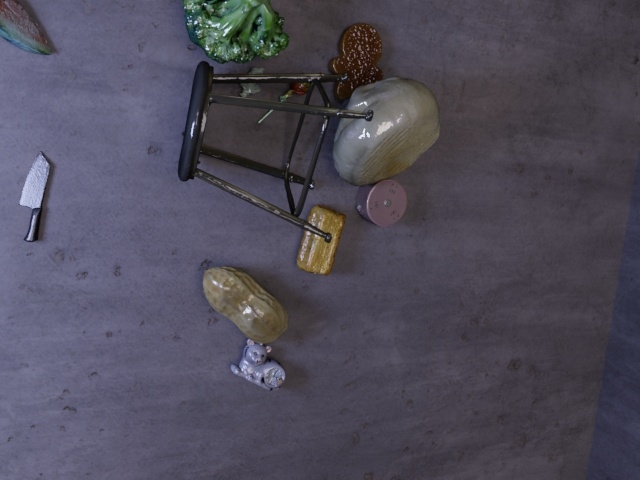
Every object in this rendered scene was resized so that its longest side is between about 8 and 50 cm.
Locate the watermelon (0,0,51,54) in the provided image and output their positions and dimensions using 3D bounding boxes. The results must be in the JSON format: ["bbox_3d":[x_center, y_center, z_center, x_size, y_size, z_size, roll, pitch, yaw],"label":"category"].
[{"bbox_3d":[-0.717,-0.504,1.453,0.094,0.081,0.180,-53,134,-24],"label":"watermelon"}]

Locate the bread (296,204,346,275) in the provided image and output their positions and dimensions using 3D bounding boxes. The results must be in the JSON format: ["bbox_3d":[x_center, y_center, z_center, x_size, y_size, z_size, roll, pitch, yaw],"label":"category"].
[{"bbox_3d":[0.000,0.000,1.886,0.114,0.083,0.210,16,94,-32],"label":"bread"}]

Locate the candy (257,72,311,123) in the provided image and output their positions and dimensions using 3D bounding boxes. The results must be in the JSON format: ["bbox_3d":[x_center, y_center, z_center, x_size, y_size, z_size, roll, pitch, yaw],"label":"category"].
[{"bbox_3d":[-0.105,-0.404,1.775,0.201,0.060,0.060,-42,115,-2],"label":"candy"}]

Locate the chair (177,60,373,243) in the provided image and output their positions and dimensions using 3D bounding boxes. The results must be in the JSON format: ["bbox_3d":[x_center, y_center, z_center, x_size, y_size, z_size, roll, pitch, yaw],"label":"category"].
[{"bbox_3d":[-0.144,-0.264,1.605,0.410,0.362,0.364,10,117,-14],"label":"chair"}]

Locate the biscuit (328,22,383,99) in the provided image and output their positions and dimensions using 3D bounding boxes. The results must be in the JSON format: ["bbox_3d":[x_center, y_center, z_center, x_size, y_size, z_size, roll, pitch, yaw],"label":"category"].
[{"bbox_3d":[0.112,-0.530,1.852,0.180,0.039,0.236,10,96,-25],"label":"biscuit"}]

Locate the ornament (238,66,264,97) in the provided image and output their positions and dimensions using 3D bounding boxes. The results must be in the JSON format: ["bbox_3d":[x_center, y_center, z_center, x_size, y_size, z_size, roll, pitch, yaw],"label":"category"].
[{"bbox_3d":[-0.195,-0.441,1.726,0.069,0.041,0.092,2,110,-20],"label":"ornament"}]

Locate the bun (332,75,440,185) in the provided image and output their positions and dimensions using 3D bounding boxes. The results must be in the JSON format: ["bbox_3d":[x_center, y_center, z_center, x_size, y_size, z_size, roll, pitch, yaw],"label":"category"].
[{"bbox_3d":[0.172,-0.326,1.793,0.365,0.365,0.219,-32,69,-16],"label":"bun"}]

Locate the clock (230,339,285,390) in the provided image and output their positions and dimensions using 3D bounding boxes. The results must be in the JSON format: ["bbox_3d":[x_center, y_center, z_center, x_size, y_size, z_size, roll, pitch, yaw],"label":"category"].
[{"bbox_3d":[-0.173,0.380,1.887,0.176,0.080,0.117,33,85,-25],"label":"clock"}]

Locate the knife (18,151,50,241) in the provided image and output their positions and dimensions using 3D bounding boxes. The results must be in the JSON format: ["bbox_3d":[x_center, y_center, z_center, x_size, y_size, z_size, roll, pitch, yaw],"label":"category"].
[{"bbox_3d":[-0.724,-0.111,1.557,0.060,0.028,0.230,12,94,-15],"label":"knife"}]

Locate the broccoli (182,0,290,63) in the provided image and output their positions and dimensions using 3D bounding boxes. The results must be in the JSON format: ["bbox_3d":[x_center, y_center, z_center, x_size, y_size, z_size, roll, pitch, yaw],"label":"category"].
[{"bbox_3d":[-0.217,-0.583,1.578,0.295,0.245,0.265,24,68,-39],"label":"broccoli"}]

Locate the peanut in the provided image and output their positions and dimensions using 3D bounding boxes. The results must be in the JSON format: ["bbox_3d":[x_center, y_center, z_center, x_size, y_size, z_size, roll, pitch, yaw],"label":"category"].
[{"bbox_3d":[-0.216,0.184,1.792,0.152,0.152,0.313,-47,114,-10],"label":"peanut"}]

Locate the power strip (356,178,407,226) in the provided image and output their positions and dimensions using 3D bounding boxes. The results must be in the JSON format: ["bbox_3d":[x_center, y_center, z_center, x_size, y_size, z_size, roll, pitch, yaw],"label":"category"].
[{"bbox_3d":[0.192,-0.122,1.954,0.154,0.078,0.154,-6,104,-25],"label":"power strip"}]
